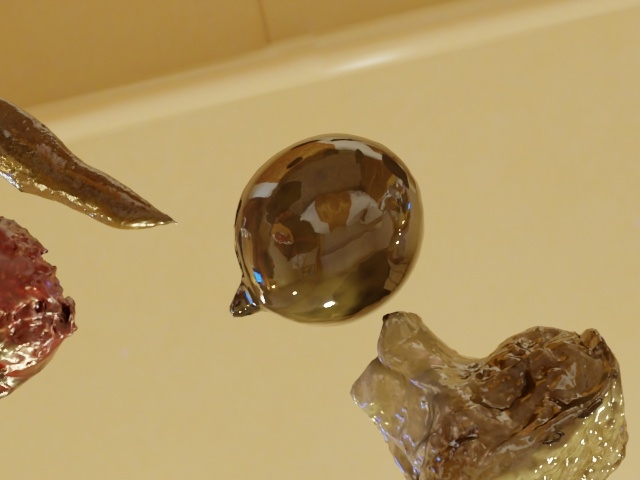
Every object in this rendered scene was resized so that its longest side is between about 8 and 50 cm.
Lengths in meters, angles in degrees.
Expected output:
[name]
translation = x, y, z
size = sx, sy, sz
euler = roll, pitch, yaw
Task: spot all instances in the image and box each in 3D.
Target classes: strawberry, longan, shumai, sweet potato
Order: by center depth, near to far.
[shumai]
translation = 0.075, 0.081, 0.727
size = 0.146, 0.116, 0.145
euler = -32, 154, -18
[longan]
translation = 0.000, 0.000, 0.745
size = 0.113, 0.092, 0.113
euler = -40, -169, 10
[sweet potato]
translation = -0.255, -0.074, 1.380
size = 0.274, 0.067, 0.067
euler = 31, -166, 3
[strawberry]
translation = -0.441, 0.072, 1.918
size = 0.274, 0.220, 0.274
euler = -6, 144, -4
